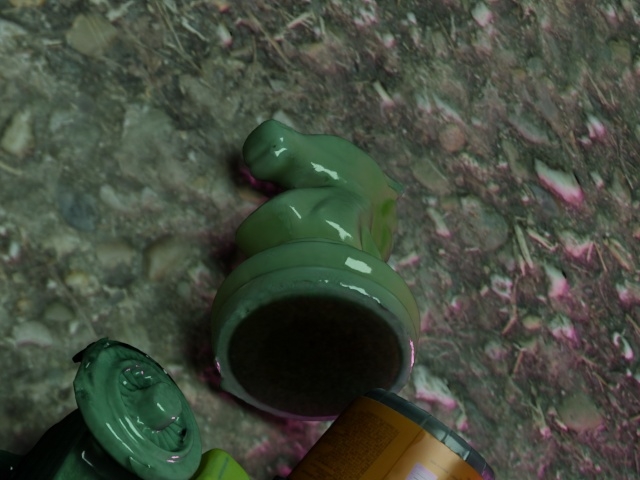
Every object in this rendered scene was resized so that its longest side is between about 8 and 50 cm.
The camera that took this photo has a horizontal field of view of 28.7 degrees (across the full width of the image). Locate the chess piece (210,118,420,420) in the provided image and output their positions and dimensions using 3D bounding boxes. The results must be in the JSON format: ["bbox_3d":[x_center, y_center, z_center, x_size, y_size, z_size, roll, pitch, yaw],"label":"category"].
[{"bbox_3d":[0.000,0.000,1.098,0.175,0.176,0.298,36,33,-23],"label":"chess piece"}]

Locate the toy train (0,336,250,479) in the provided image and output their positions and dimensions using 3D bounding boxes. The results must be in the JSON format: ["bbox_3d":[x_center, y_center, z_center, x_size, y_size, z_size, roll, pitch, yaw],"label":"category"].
[{"bbox_3d":[-0.128,0.252,0.723,0.272,0.179,0.442,50,20,-11],"label":"toy train"}]

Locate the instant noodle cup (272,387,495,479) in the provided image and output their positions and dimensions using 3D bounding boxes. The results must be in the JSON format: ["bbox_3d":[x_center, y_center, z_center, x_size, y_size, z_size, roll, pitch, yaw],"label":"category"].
[{"bbox_3d":[0.052,0.195,0.962,0.177,0.208,0.125,34,76,13],"label":"instant noodle cup"}]
